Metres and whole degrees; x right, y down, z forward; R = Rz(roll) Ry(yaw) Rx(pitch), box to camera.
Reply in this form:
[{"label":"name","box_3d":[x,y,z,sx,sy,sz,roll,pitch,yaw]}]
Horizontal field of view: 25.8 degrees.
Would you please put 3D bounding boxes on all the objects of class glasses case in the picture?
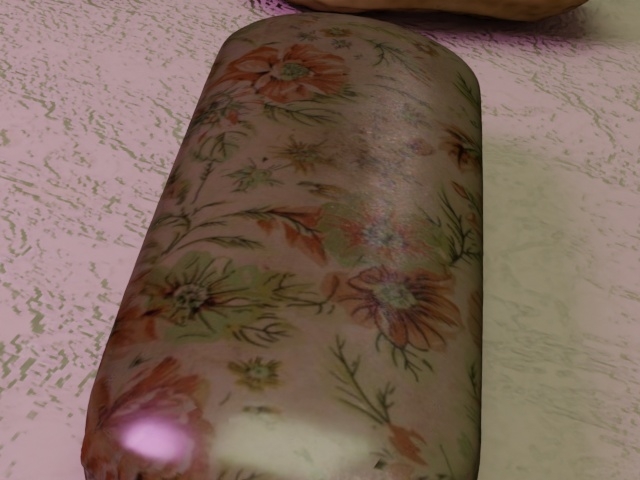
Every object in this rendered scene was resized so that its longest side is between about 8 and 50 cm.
[{"label":"glasses case","box_3d":[0.000,0.000,0.673,0.156,0.098,0.425,7,33,2]}]

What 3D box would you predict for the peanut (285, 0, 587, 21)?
[{"label":"peanut","box_3d":[0.084,-0.231,1.012,0.291,0.143,0.159,4,9,-6]}]
